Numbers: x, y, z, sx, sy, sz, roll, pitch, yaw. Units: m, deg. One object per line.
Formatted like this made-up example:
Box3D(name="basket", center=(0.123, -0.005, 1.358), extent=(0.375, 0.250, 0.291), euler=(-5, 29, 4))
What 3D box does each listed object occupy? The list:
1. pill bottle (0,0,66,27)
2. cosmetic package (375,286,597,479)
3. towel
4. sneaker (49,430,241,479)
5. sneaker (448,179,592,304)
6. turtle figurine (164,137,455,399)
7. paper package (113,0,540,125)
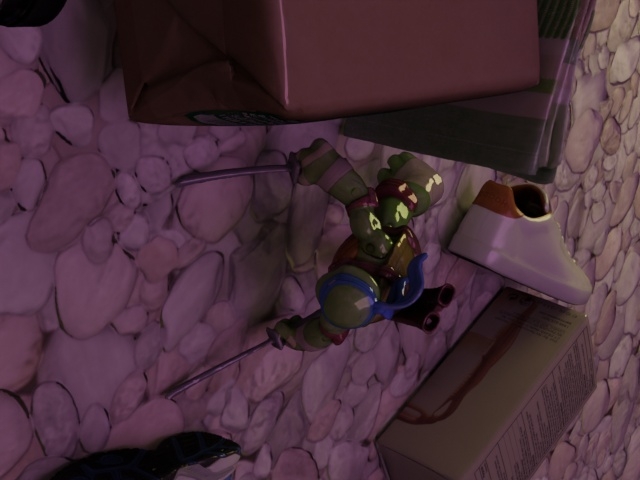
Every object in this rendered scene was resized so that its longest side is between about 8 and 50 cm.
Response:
Box3D(name="pill bottle", center=(-0.255, -0.169, 0.573), extent=(0.219, 0.122, 0.123), euler=(-12, 114, -47))
Box3D(name="cosmetic package", center=(0.218, 0.219, 1.293), extent=(0.296, 0.129, 0.153), euler=(-44, 136, -30))
Box3D(name="towel", center=(0.153, -0.231, 0.928), extent=(0.038, 0.248, 0.325), euler=(10, 97, -46))
Box3D(name="sneaker", center=(-0.152, 0.228, 0.899), extent=(0.211, 0.080, 0.081), euler=(0, 102, -49))
Box3D(name="sneaker", center=(0.280, 0.002, 1.290), extent=(0.290, 0.106, 0.123), euler=(22, 91, -50))
Box3D(name="turtle figurine", center=(0.000, 0.000, 0.966), extent=(0.266, 0.274, 0.198), euler=(-32, 108, -63))
Box3D(name="paper package", center=(0.013, -0.249, 0.770), extent=(0.324, 0.168, 0.310), euler=(-14, 101, -47))
